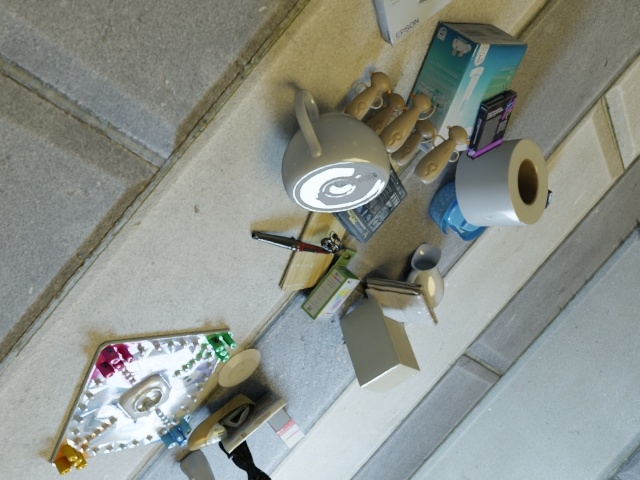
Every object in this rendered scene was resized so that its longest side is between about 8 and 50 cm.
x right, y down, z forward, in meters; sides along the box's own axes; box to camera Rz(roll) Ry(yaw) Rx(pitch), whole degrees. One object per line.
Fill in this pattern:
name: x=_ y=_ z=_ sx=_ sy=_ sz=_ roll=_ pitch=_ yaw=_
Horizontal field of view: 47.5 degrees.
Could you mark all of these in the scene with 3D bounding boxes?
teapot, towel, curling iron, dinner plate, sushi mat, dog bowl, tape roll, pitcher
teapot: x=0.024 y=-0.192 z=1.577 sx=0.252 sy=0.187 sz=0.256 roll=2 pitch=152 yaw=-24
towel: x=0.250 y=0.196 z=2.238 sx=0.282 sy=0.187 sz=0.049 roll=56 pitch=47 yaw=-56
curling iron: x=-0.057 y=-0.001 z=1.796 sx=0.273 sy=0.035 sz=0.068 roll=7 pitch=118 yaw=-38
dinner plate: x=-0.222 y=0.360 z=2.031 sx=0.141 sy=0.017 sz=0.141 roll=-29 pitch=142 yaw=-26
sushi mat: x=0.000 y=0.000 z=1.893 sx=0.151 sy=0.019 sz=0.317 roll=-8 pitch=132 yaw=-45
dog bowl: x=0.438 y=-0.095 z=2.233 sx=0.297 sy=0.074 sz=0.166 roll=14 pitch=114 yaw=-53
tape roll: x=0.517 y=-0.162 z=2.069 sx=0.246 sy=0.169 sz=0.246 roll=-1 pitch=92 yaw=-48
pitcher: x=0.316 y=0.142 z=2.289 sx=0.178 sy=0.125 sz=0.207 roll=-46 pitch=146 yaw=-35

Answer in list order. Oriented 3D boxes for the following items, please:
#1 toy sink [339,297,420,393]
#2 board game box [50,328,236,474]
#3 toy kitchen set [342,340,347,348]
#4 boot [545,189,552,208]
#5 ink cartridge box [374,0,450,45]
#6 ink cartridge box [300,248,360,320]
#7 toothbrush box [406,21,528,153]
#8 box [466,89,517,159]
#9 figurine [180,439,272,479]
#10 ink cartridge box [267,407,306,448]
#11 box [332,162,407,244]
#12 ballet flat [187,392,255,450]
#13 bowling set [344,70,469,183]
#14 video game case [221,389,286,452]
toy sink: x=0.178 y=0.317 z=2.191 sx=0.152 sy=0.234 sz=0.131 roll=-36 pitch=143 yaw=23
board game box: x=-0.428 y=0.399 z=1.810 sx=0.389 sy=0.050 sz=0.390 roll=1 pitch=124 yaw=-48
toy kitchen set: x=0.109 y=0.294 z=2.324 sx=0.068 sy=0.075 sz=0.083 roll=46 pitch=48 yaw=-22
boot: x=0.742 y=-0.115 z=2.537 sx=0.069 sy=0.086 sz=0.190 roll=-25 pitch=141 yaw=-29
ink cartridge box: x=0.203 y=-0.554 z=1.510 sx=0.223 sy=0.045 sz=0.224 roll=-40 pitch=146 yaw=-9
ink cartridge box: x=0.045 y=0.127 z=2.018 sx=0.209 sy=0.062 sz=0.109 roll=-52 pitch=160 yaw=8
toothbrush box: x=0.347 y=-0.372 z=1.790 sx=0.216 sy=0.126 sz=0.296 roll=-14 pitch=135 yaw=-41
box: x=0.431 y=-0.292 z=1.835 sx=0.116 sy=0.029 sz=0.162 roll=-28 pitch=145 yaw=-32
figurine: x=-0.275 y=0.693 z=2.145 sx=0.214 sy=0.209 sz=0.092 roll=-24 pitch=140 yaw=-30
ink cartridge box: x=-0.120 y=0.575 z=2.279 sx=0.067 sy=0.115 sz=0.198 roll=-40 pitch=146 yaw=-12
box: x=0.120 y=-0.107 z=1.839 sx=0.183 sy=0.059 sz=0.232 roll=-50 pitch=152 yaw=-2
ballet flat: x=-0.271 y=0.510 z=2.032 sx=0.232 sy=0.073 sz=0.080 roll=-39 pitch=136 yaw=-41
bowling set: x=0.187 y=-0.278 z=1.711 sx=0.287 sy=0.200 sz=0.154 roll=40 pitch=94 yaw=-13
video game case: x=-0.200 y=0.515 z=2.093 sx=0.206 sy=0.026 sz=0.227 roll=-39 pitch=-177 yaw=-13
